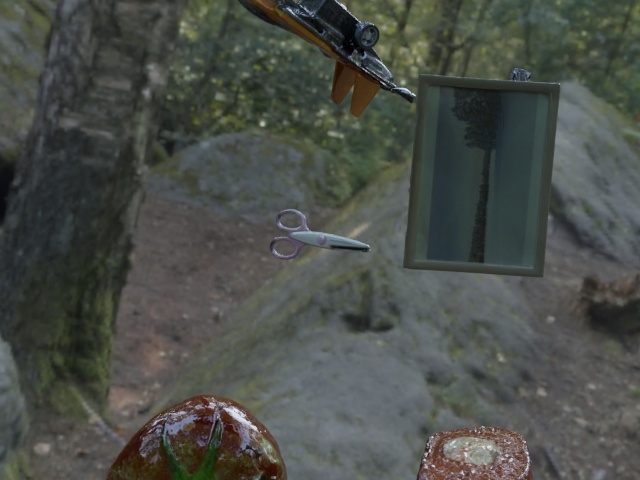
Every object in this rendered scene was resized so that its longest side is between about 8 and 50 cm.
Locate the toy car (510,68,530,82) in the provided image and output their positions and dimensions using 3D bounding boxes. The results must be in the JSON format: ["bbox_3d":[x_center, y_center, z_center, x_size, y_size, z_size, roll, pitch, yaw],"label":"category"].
[{"bbox_3d":[0.425,-0.323,2.150,0.041,0.093,0.025,6,-26,-11],"label":"toy car"}]

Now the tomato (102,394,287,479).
[{"bbox_3d":[-0.196,0.398,1.648,0.303,0.304,0.239,13,-1,-3],"label":"tomato"}]

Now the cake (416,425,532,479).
[{"bbox_3d":[0.245,0.397,1.578,0.177,0.151,0.283,-3,8,13],"label":"cake"}]

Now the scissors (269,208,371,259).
[{"bbox_3d":[0.000,0.000,1.668,0.176,0.085,0.022,10,-6,23],"label":"scissors"}]

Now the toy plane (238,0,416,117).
[{"bbox_3d":[-0.015,-0.285,1.292,0.316,0.103,0.204,40,1,-44],"label":"toy plane"}]

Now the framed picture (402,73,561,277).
[{"bbox_3d":[0.239,-0.094,1.502,0.213,0.289,0.016,4,8,-2],"label":"framed picture"}]
